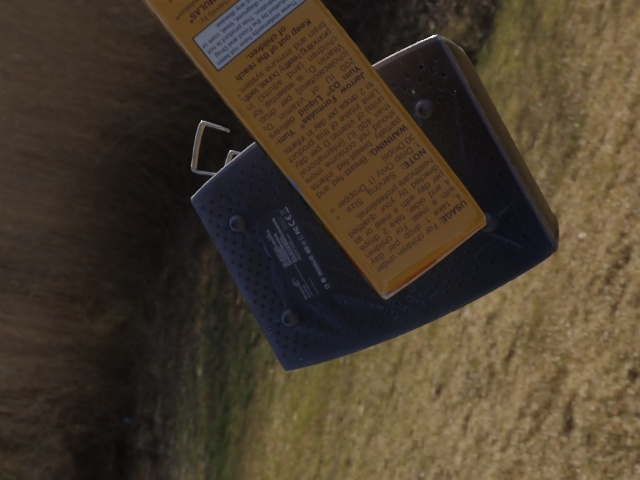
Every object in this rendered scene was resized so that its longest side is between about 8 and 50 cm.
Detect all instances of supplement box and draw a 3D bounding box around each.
[{"bbox_3d":[-0.009,-0.079,0.556,0.080,0.233,0.078,-40,3,0],"label":"supplement box"}]

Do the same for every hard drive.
[{"bbox_3d":[0.033,-0.019,0.698,0.255,0.054,0.172,-29,90,39],"label":"hard drive"}]

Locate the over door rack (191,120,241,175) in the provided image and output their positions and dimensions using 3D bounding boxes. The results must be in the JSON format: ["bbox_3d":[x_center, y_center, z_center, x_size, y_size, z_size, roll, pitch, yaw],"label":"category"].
[{"bbox_3d":[0.000,0.000,1.122,0.108,0.324,0.239,-60,-3,-2],"label":"over door rack"}]
